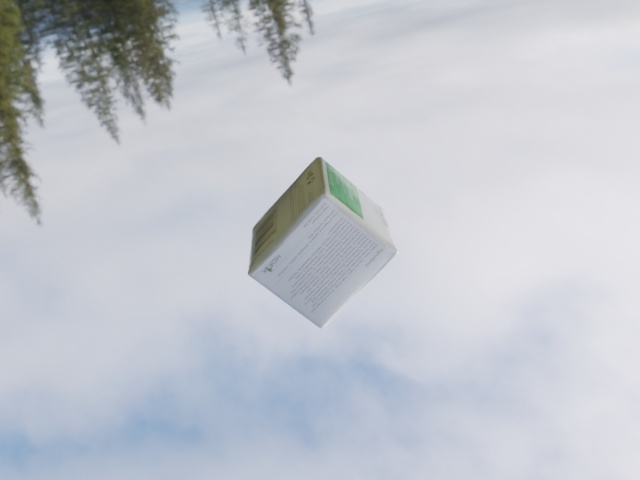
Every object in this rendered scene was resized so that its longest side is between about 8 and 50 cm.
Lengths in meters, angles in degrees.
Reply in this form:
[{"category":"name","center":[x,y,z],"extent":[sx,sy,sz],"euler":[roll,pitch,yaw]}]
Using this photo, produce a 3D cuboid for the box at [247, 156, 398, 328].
[{"category":"box","center":[0.000,0.000,0.656],"extent":[0.102,0.087,0.101],"euler":[-46,-162,16]}]
